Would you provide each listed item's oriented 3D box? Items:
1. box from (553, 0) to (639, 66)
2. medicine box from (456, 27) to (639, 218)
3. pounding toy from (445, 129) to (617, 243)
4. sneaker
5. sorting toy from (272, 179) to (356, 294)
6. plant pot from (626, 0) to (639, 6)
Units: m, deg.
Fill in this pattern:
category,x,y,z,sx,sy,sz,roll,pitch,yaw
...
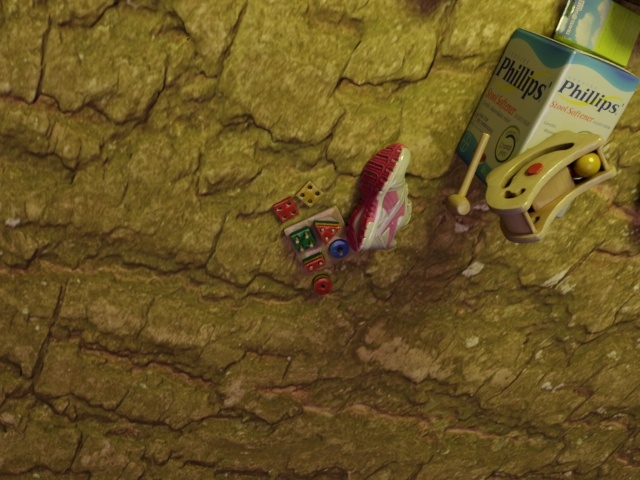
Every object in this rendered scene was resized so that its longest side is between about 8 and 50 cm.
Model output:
category,x,y,z,sx,sy,sz,roll,pitch,yaw
box,0.552,-0.430,1.255,0.178,0.042,0.109,18,95,-16
medicine box,0.426,-0.236,1.228,0.149,0.263,0.289,16,114,-14
pounding toy,0.343,-0.106,1.050,0.269,0.154,0.155,-31,116,9
sneaker,0.147,-0.089,1.367,0.111,0.103,0.252,9,114,-27
sorting toy,0.000,0.000,1.416,0.132,0.046,0.275,-24,117,5
plant pot,0.645,-0.505,1.176,0.166,0.165,0.167,-3,118,-7
